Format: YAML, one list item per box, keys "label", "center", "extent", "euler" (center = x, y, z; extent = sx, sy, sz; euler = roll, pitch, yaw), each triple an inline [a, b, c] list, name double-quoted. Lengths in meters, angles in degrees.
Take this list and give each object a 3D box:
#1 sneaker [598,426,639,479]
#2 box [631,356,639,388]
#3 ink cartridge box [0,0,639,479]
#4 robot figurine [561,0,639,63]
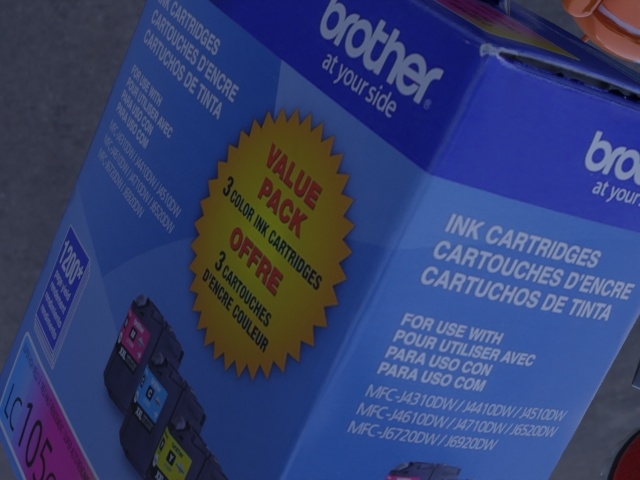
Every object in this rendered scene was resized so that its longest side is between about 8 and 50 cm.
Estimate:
- label: "sneaker"
  center: [0.314, 0.140, 0.901]
  extent: [0.279, 0.107, 0.118]
  euler: [-39, 160, -31]
- label: "box"
  center: [0.292, -0.030, 0.738]
  extent: [0.103, 0.184, 0.261]
  euler: [22, 142, 16]
- label: "ink cartridge box"
  center: [0.000, 0.000, 0.561]
  extent: [0.151, 0.270, 0.395]
  euler: [13, 110, -37]
- label: "robot figurine"
  center: [0.251, -0.211, 0.823]
  extent: [0.128, 0.158, 0.219]
  euler: [22, 147, 0]
